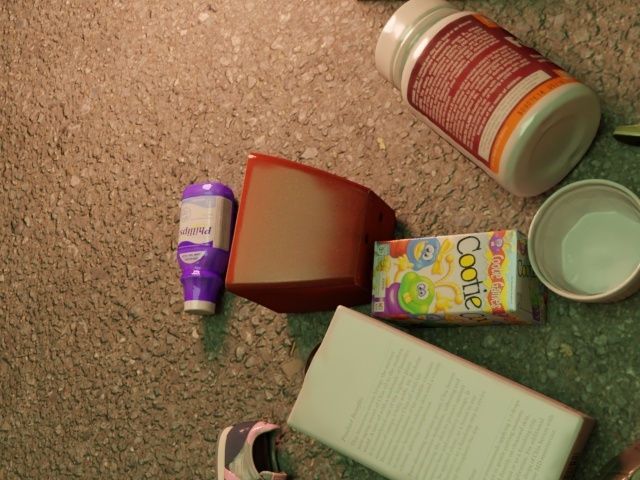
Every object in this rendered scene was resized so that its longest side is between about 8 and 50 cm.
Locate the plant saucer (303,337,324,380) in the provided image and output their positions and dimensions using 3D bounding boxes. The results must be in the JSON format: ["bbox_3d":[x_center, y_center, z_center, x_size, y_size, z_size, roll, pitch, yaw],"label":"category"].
[{"bbox_3d":[0.053,0.256,1.855,0.168,0.029,0.168,0,68,0],"label":"plant saucer"}]

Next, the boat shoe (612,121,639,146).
[{"bbox_3d":[0.570,-0.188,1.677,0.135,0.050,0.045,6,75,24],"label":"boat shoe"}]

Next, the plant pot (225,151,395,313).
[{"bbox_3d":[0.000,0.000,1.883,0.236,0.267,0.267,4,78,22],"label":"plant pot"}]

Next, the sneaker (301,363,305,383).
[{"bbox_3d":[0.023,0.307,1.877,0.077,0.072,0.178,-24,69,14],"label":"sneaker"}]

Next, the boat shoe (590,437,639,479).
[{"bbox_3d":[0.557,0.330,1.499,0.324,0.123,0.116,-41,91,6],"label":"boat shoe"}]

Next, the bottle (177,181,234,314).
[{"bbox_3d":[-0.252,0.018,2.130,0.118,0.092,0.282,-6,72,31],"label":"bottle"}]

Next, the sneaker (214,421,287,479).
[{"bbox_3d":[-0.124,0.502,1.885,0.131,0.112,0.319,-21,66,30],"label":"sneaker"}]

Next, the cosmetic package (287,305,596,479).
[{"bbox_3d":[0.200,0.305,1.653,0.453,0.161,0.230,24,89,25],"label":"cosmetic package"}]

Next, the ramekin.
[{"bbox_3d":[0.464,0.010,1.647,0.207,0.109,0.207,-10,71,31],"label":"ramekin"}]

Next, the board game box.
[{"bbox_3d":[0.246,0.075,1.750,0.275,0.144,0.142,-6,73,33],"label":"board game box"}]

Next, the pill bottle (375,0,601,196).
[{"bbox_3d":[0.290,-0.274,1.780,0.224,0.224,0.392,-51,55,10],"label":"pill bottle"}]
